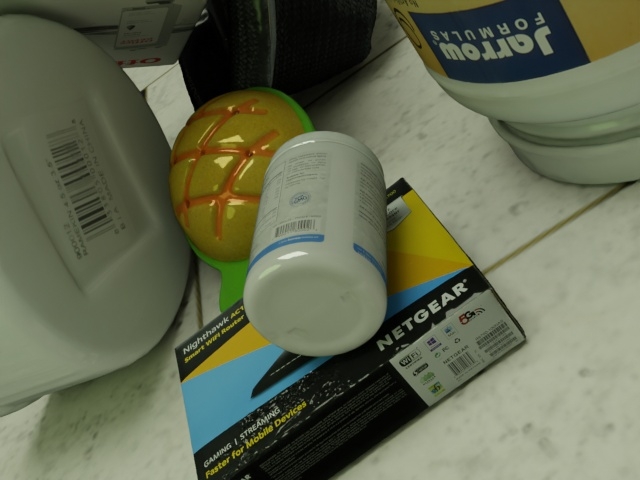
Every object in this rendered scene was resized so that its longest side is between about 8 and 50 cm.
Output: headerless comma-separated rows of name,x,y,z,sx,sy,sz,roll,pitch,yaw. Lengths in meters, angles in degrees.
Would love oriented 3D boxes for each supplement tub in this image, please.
supplement tub,0.000,0.000,0.451,0.071,0.071,0.107,-25,33,23
supplement tub,0.116,-0.204,0.441,0.228,0.316,0.228,-27,33,20

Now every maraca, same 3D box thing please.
maraca,-0.048,-0.029,0.612,0.127,0.099,0.186,-38,55,23

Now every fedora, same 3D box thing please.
fedora,-0.045,-0.241,0.771,0.152,0.334,0.334,-11,26,-18

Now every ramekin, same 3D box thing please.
ramekin,-0.211,-0.021,0.611,0.135,0.277,0.277,-15,39,22

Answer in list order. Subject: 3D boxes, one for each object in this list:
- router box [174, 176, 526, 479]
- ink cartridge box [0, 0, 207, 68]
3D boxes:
router box,0.006,0.058,0.486,0.179,0.046,0.133,-37,31,5
ink cartridge box,-0.191,-0.215,0.644,0.207,0.117,0.283,-8,-3,-17
